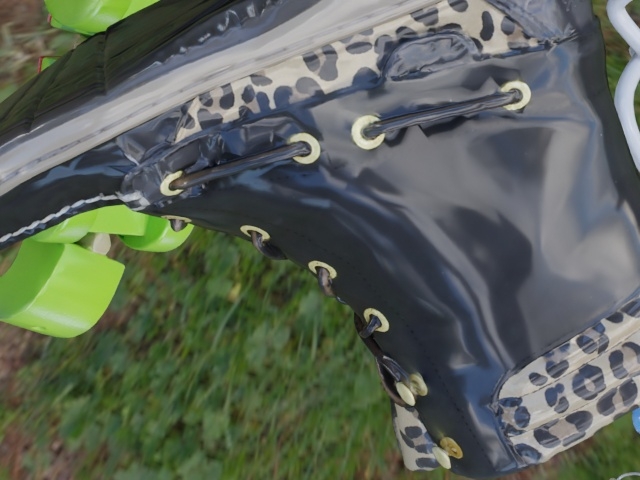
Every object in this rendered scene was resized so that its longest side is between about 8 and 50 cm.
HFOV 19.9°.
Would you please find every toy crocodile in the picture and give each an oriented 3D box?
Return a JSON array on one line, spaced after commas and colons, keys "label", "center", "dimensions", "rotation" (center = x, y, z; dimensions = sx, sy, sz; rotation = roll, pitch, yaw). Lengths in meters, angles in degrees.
[{"label": "toy crocodile", "center": [-0.140, -0.100, 1.178], "dimensions": [0.105, 0.115, 0.341], "rotation": [18, 100, 41]}]

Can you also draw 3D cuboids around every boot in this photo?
[{"label": "boot", "center": [0.000, 0.000, 0.947], "dimensions": [0.377, 0.138, 0.284], "rotation": [-25, 111, 12]}]

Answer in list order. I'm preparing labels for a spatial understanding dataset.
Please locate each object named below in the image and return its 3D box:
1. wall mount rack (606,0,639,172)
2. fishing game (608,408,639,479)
[{"label": "wall mount rack", "center": [0.357, -0.126, 1.288], "dimensions": [0.304, 0.350, 0.130], "rotation": [46, 137, -10]}, {"label": "fishing game", "center": [0.372, 0.140, 1.702], "dimensions": [0.189, 0.041, 0.264], "rotation": [27, 97, 42]}]
